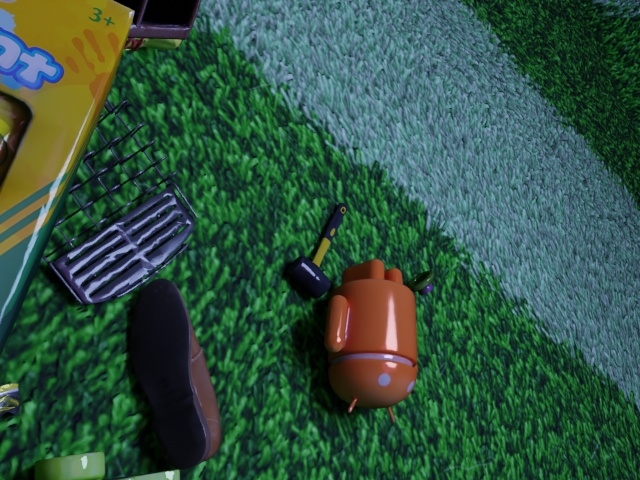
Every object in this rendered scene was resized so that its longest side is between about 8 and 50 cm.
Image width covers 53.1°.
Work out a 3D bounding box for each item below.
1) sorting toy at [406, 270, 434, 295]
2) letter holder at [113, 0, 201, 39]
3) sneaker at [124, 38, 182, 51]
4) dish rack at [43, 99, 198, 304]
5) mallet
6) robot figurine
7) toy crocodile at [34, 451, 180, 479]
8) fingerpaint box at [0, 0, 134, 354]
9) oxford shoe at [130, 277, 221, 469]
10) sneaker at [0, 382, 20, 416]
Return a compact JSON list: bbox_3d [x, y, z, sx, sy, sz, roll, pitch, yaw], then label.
[{"bbox_3d":[0.152,0.094,1.050,0.102,0.061,0.042,-38,101,-23],"label":"sorting toy"},{"bbox_3d":[-0.249,-0.398,0.691,0.152,0.214,0.302,-17,59,-46],"label":"letter holder"},{"bbox_3d":[-0.269,-0.256,0.792,0.209,0.081,0.094,1,77,-36],"label":"sneaker"},{"bbox_3d":[-0.257,-0.075,0.709,0.208,0.074,0.271,-43,104,-39],"label":"dish rack"},{"bbox_3d":[0.000,0.000,0.967,0.062,0.039,0.189,39,45,-23],"label":"mallet"},{"bbox_3d":[0.075,0.140,0.905,0.158,0.128,0.219,78,14,-63],"label":"robot figurine"},{"bbox_3d":[-0.266,0.242,0.547,0.341,0.105,0.115,14,63,-40],"label":"toy crocodile"},{"bbox_3d":[-0.404,-0.077,0.421,0.445,0.163,0.371,22,63,-20],"label":"fingerpaint box"},{"bbox_3d":[-0.162,0.148,0.732,0.076,0.076,0.212,28,45,-71],"label":"oxford shoe"},{"bbox_3d":[-0.315,0.159,0.589,0.083,0.031,0.035,-17,85,-46],"label":"sneaker"}]
